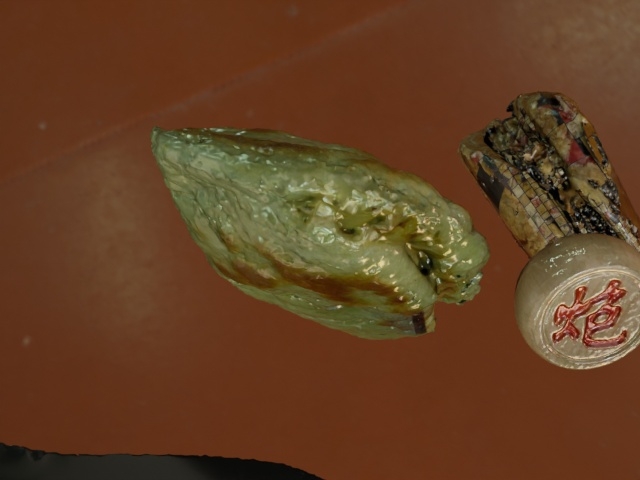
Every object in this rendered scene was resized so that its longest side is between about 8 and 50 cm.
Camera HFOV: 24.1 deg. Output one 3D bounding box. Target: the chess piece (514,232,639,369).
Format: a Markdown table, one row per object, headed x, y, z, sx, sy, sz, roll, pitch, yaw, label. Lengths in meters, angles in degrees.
| x | y | z | sx | sy | sz | roll | pitch | yaw | label |
| --- | --- | --- | --- | --- | --- | --- | --- | --- | --- |
| 0.153 | 0.035 | 0.867 | 0.084 | 0.084 | 0.038 | -39 | 31 | 15 | chess piece |

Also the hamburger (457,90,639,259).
| x | y | z | sx | sy | sz | roll | pitch | yaw | label |
| --- | --- | --- | --- | --- | --- | --- | --- | --- | --- |
| 0.210 | -0.018 | 1.251 | 0.107 | 0.231 | 0.231 | -33 | 55 | 2 | hamburger |

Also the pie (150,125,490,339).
| x | y | z | sx | sy | sz | roll | pitch | yaw | label |
| --- | --- | --- | --- | --- | --- | --- | --- | --- | --- |
| 0.000 | 0.000 | 0.895 | 0.201 | 0.248 | 0.090 | 18 | 79 | 19 | pie |

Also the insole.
| x | y | z | sx | sy | sz | roll | pitch | yaw | label |
| --- | --- | --- | --- | --- | --- | --- | --- | --- | --- |
| -0.085 | 0.133 | 0.743 | 0.086 | 0.253 | 0.005 | -87 | 7 | -53 | insole |
